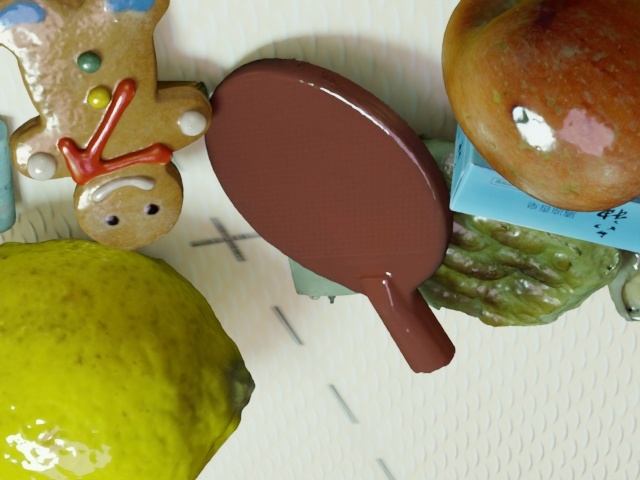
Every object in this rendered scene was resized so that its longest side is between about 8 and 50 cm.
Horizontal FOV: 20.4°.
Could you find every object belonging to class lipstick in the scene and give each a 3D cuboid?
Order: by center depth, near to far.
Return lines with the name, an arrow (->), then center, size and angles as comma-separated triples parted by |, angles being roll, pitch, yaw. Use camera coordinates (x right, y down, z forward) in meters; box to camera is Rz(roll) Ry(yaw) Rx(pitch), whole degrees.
lipstick -> -0.360, -0.070, 1.944 | 0.048, 0.048, 0.158 | 8, 144, 1

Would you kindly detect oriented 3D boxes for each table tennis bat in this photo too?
table tennis bat -> 0.031, -0.020, 1.842 | 0.268, 0.051, 0.415 | -4, 130, 39

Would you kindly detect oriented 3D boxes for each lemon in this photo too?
lemon -> -0.264, 0.165, 2.001 | 0.387, 0.350, 0.350 | 0, 143, 19

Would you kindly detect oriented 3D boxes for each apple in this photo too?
apple -> 0.221, -0.148, 1.555 | 0.253, 0.254, 0.253 | 6, 143, 4

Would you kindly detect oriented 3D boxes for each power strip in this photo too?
power strip -> 0.000, 0.000, 1.980 | 0.080, 0.029, 0.227 | 0, 142, 9

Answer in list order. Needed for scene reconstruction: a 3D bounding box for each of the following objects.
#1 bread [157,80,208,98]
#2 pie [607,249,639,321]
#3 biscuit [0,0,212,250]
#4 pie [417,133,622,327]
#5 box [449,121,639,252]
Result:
bread -> -0.190, -0.139, 1.847 | 0.139, 0.084, 0.074 | -25, 141, -7
pie -> 0.469, 0.019, 1.875 | 0.337, 0.075, 0.337 | 4, 138, 4
biscuit -> -0.208, -0.118, 1.758 | 0.205, 0.049, 0.324 | -11, 129, -7
pie -> 0.176, -0.001, 1.881 | 0.306, 0.071, 0.306 | 14, 151, 8
box -> 0.248, -0.081, 1.723 | 0.232, 0.143, 0.083 | 12, 144, -5
